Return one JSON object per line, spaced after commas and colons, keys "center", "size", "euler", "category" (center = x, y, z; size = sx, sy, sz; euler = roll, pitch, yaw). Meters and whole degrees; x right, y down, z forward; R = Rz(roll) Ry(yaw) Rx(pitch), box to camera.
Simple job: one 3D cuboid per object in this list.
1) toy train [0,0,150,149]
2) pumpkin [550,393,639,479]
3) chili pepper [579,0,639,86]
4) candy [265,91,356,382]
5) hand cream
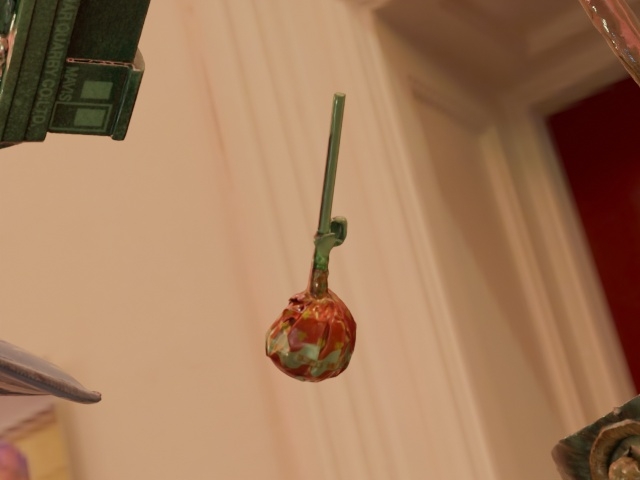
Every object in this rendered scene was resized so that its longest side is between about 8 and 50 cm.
{"center": [-0.245, -0.236, 1.615], "size": [0.178, 0.138, 0.330], "euler": [2, -57, -30], "category": "toy train"}
{"center": [0.352, 0.187, 1.278], "size": [0.263, 0.197, 0.293], "euler": [-10, -19, -38], "category": "pumpkin"}
{"center": [0.067, -0.184, 0.733], "size": [0.135, 0.338, 0.131], "euler": [3, -57, -21], "category": "chili pepper"}
{"center": [-0.001, -0.001, 1.541], "size": [0.084, 0.287, 0.078], "euler": [12, 26, 14], "category": "candy"}
{"center": [-0.220, 0.057, 0.861], "size": [0.256, 0.055, 0.088], "euler": [5, -20, 44], "category": "hand cream"}
